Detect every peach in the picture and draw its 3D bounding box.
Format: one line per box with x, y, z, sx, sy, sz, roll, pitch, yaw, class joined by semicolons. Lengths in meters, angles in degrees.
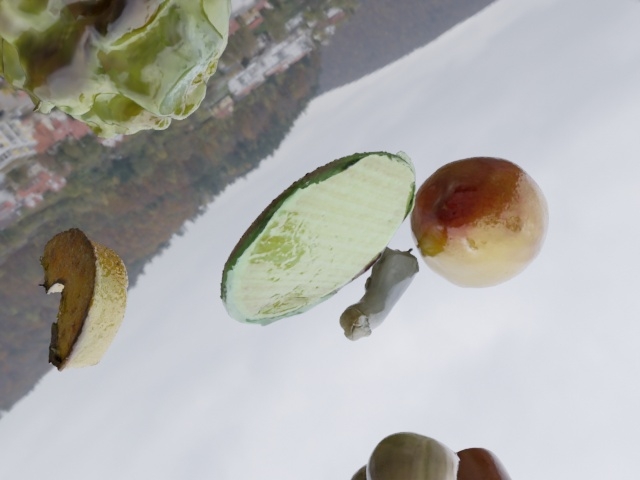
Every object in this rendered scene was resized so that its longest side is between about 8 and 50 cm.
0.332;-0.050;1.346;0.289;0.308;0.289;-9;-127;13;peach

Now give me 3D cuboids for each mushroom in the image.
0.123;0.104;1.321;0.099;0.096;0.278;21;-133;19;mushroom

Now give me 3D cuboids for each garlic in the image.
0.083;0.233;0.574;0.099;0.124;0.174;-41;151;-44;garlic

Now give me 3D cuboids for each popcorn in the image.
-0.249;-0.278;0.741;0.312;0.312;0.312;-34;-166;10;popcorn

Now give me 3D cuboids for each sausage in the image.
0.285;0.452;1.029;0.113;0.113;0.259;-34;-154;8;sausage

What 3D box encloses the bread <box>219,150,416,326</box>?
0.001;-0.004;0.821;0.301;0.045;0.301;-31;153;-18;bread

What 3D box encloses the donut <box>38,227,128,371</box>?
-0.395;0.081;1.097;0.152;0.101;0.259;-42;-132;25;donut
